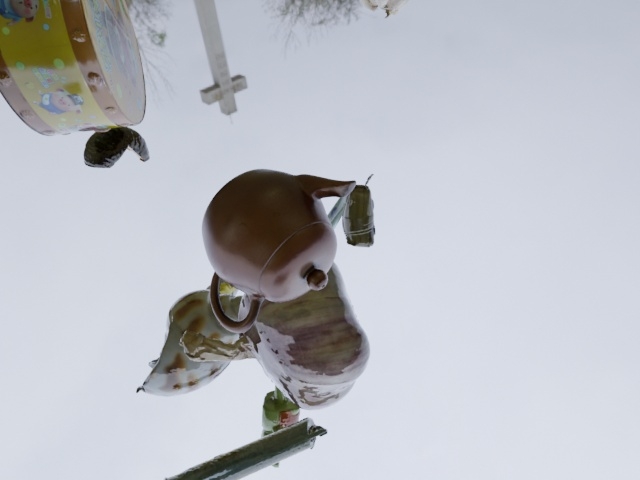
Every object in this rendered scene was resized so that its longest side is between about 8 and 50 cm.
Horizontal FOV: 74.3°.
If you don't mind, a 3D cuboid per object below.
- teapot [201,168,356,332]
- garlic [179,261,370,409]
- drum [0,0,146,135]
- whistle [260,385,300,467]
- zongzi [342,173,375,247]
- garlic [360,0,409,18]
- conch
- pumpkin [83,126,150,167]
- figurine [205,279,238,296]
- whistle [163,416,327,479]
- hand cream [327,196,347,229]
[{"bbox_3d":[-0.037,0.008,0.359,0.173,0.116,0.116,-54,-133,12],"label":"teapot"},{"bbox_3d":[-0.075,0.132,0.613,0.253,0.245,0.245,-10,-138,-13],"label":"garlic"},{"bbox_3d":[-0.580,-0.467,0.985,0.214,0.431,0.431,-8,-138,-7],"label":"drum"},{"bbox_3d":[-0.109,0.482,1.165,0.106,0.289,0.131,5,-170,2],"label":"whistle"},{"bbox_3d":[0.091,-0.089,1.115,0.081,0.189,0.178,-4,-164,-6],"label":"zongzi"},{"bbox_3d":[0.187,-0.715,1.138,0.184,0.203,0.281,-11,-158,-6],"label":"garlic"},{"bbox_3d":[-0.227,0.186,0.803,0.148,0.275,0.183,22,-151,-18],"label":"conch"},{"bbox_3d":[-0.590,-0.278,1.220,0.119,0.108,0.183,29,-144,24],"label":"pumpkin"},{"bbox_3d":[-0.229,0.125,1.006,0.109,0.130,0.178,34,-159,-9],"label":"figurine"},{"bbox_3d":[-0.134,0.422,0.816,0.326,0.057,0.068,-10,175,-28],"label":"whistle"},{"bbox_3d":[0.000,0.000,1.223,0.067,0.321,0.109,29,-159,-13],"label":"hand cream"}]
